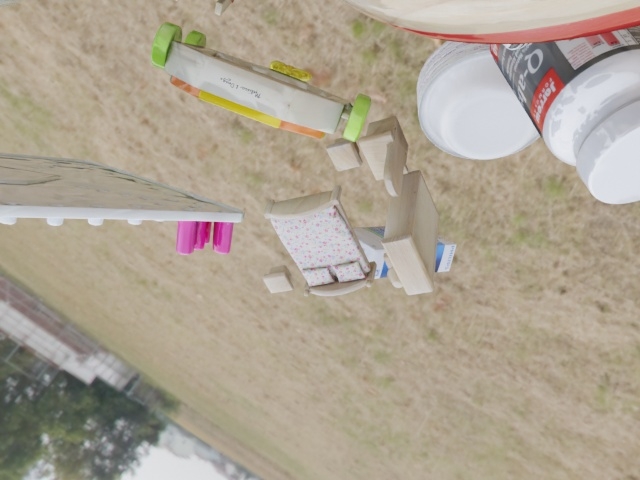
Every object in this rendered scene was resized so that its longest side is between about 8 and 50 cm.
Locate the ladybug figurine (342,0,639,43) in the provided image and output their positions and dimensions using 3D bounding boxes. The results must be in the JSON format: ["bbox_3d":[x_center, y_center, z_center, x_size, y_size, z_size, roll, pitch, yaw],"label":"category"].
[{"bbox_3d":[0.180,-0.270,0.496,0.450,0.305,0.162,4,160,32],"label":"ladybug figurine"}]

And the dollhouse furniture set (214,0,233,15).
[{"bbox_3d":[-0.317,-0.594,1.255,0.374,0.152,0.201,19,127,-2],"label":"dollhouse furniture set"}]

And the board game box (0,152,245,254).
[{"bbox_3d":[-0.345,-0.049,0.712,0.390,0.050,0.390,0,-167,-43],"label":"board game box"}]

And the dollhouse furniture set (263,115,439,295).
[{"bbox_3d":[0.000,0.000,1.117,0.356,0.173,0.303,-12,128,23],"label":"dollhouse furniture set"}]

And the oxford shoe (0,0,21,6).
[{"bbox_3d":[-0.310,-0.394,0.693,0.169,0.449,0.130,33,128,-30],"label":"oxford shoe"}]

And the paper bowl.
[{"bbox_3d":[0.345,-0.283,1.414,0.285,0.148,0.284,2,140,2],"label":"paper bowl"}]

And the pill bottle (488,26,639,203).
[{"bbox_3d":[0.418,-0.246,1.051,0.210,0.210,0.362,59,-167,-51],"label":"pill bottle"}]

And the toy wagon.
[{"bbox_3d":[-0.065,-0.208,0.918,0.267,0.068,0.344,21,-167,0],"label":"toy wagon"}]

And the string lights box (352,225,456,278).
[{"bbox_3d":[0.176,0.022,1.585,0.260,0.076,0.133,-3,-156,-36],"label":"string lights box"}]

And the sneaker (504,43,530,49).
[{"bbox_3d":[0.259,-0.397,0.851,0.162,0.106,0.281,45,132,23],"label":"sneaker"}]
